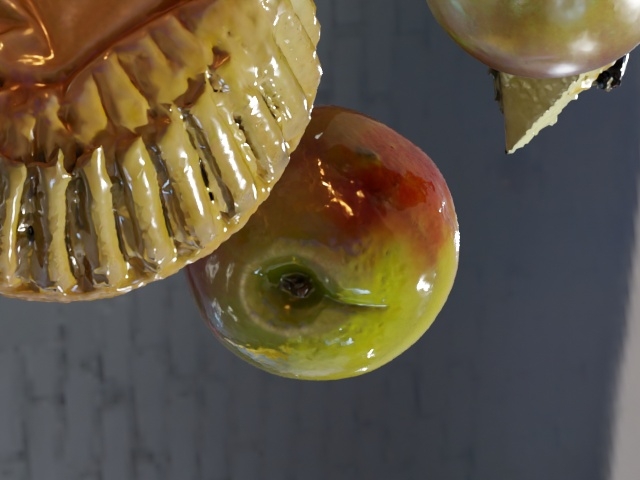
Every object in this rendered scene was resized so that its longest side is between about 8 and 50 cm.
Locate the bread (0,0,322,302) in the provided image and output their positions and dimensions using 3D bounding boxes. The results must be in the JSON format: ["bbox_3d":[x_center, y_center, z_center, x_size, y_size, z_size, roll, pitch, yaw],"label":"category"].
[{"bbox_3d":[-0.113,-0.089,0.829,0.139,0.240,0.240,119,-37,-74],"label":"bread"}]

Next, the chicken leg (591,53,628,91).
[{"bbox_3d":[0.310,-0.254,1.723,0.253,0.051,0.106,-63,169,7],"label":"chicken leg"}]

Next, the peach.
[{"bbox_3d":[0.000,0.000,1.497,0.231,0.231,0.231,175,-90,-73],"label":"peach"}]

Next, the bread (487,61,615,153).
[{"bbox_3d":[0.205,-0.342,1.499,0.405,0.345,0.242,57,-42,6],"label":"bread"}]

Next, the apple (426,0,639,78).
[{"bbox_3d":[0.130,-0.177,1.057,0.146,0.163,0.147,7,-40,41],"label":"apple"}]
